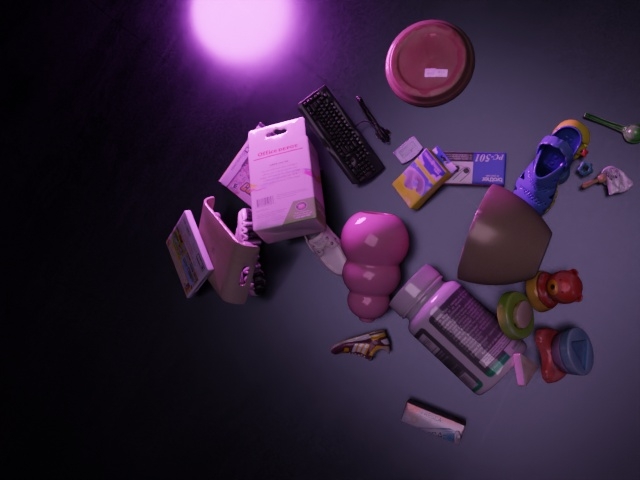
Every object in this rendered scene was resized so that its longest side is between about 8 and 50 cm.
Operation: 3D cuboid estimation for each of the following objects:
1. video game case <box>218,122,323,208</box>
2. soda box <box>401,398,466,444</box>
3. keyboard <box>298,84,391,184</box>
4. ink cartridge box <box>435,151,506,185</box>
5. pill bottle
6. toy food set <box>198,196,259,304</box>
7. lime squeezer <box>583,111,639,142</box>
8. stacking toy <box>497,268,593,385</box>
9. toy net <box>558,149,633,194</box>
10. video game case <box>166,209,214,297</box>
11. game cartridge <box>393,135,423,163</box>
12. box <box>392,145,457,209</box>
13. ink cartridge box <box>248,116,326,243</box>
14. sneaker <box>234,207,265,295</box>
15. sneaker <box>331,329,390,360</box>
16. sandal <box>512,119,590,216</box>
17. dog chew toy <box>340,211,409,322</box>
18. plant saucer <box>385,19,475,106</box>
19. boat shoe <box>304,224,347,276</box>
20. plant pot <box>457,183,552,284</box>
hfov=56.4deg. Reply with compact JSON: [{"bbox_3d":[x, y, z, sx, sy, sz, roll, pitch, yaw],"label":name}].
[{"bbox_3d":[-0.169,-0.215,1.984,0.275,0.035,0.248,39,98,15],"label":"video game case"},{"bbox_3d":[0.338,0.541,1.787,0.183,0.058,0.062,19,92,17],"label":"soda box"},{"bbox_3d":[0.095,-0.348,1.865,0.202,0.033,0.317,-38,97,-7],"label":"keyboard"},{"bbox_3d":[0.450,-0.216,1.800,0.207,0.046,0.097,3,89,16],"label":"ink cartridge box"},{"bbox_3d":[0.386,0.247,1.712,0.361,0.204,0.204,44,99,13],"label":"pill bottle"},{"bbox_3d":[-0.303,0.028,1.906,0.306,0.093,0.219,45,129,40],"label":"toy food set"},{"bbox_3d":[0.890,-0.294,1.654,0.310,0.110,0.058,31,115,45],"label":"lime squeezer"},{"bbox_3d":[0.624,0.236,1.600,0.130,0.280,0.308,-19,85,50],"label":"stacking toy"},{"bbox_3d":[0.773,-0.201,1.709,0.232,0.045,0.122,17,90,15],"label":"toy net"},{"bbox_3d":[-0.436,0.048,1.979,0.206,0.026,0.226,-46,63,46],"label":"video game case"},{"bbox_3d":[0.277,-0.280,1.869,0.083,0.017,0.056,-37,75,11],"label":"game cartridge"},{"bbox_3d":[0.313,-0.192,1.805,0.178,0.042,0.109,-47,61,27],"label":"box"},{"bbox_3d":[-0.107,-0.188,1.859,0.207,0.119,0.353,-12,67,14],"label":"ink cartridge box"},{"bbox_3d":[-0.258,0.039,1.966,0.118,0.110,0.291,-4,85,25],"label":"sneaker"},{"bbox_3d":[0.124,0.339,1.853,0.186,0.069,0.083,-20,77,15],"label":"sneaker"},{"bbox_3d":[0.621,-0.187,1.667,0.126,0.138,0.317,33,120,25],"label":"sandal"},{"bbox_3d":[0.155,0.082,1.799,0.207,0.207,0.331,8,98,16],"label":"dog chew toy"},{"bbox_3d":[0.337,-0.556,1.854,0.278,0.041,0.277,-1,87,15],"label":"plant saucer"},{"bbox_3d":[0.000,0.000,1.892,0.098,0.096,0.277,-39,77,11],"label":"boat shoe"},{"bbox_3d":[0.518,0.009,1.637,0.191,0.284,0.284,22,93,20],"label":"plant pot"}]
